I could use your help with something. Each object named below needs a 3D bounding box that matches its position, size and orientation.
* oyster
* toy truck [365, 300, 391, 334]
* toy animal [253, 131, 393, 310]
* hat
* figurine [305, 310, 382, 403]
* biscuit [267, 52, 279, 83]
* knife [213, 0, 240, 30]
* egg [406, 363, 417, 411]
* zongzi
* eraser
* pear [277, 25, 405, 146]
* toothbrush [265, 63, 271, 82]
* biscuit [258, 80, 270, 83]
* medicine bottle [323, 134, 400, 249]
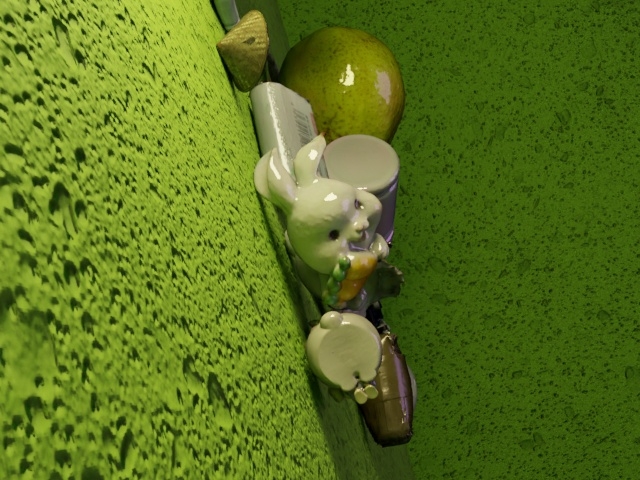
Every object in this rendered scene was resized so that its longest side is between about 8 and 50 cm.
[{"bbox_3d":[0.072,0.105,1.673,0.100,0.275,0.271,26,-49,39],"label":"oyster"},{"bbox_3d":[0.113,0.190,2.091,0.155,0.124,0.267,-108,178,-60],"label":"toy truck"},{"bbox_3d":[0.018,-0.018,1.283,0.247,0.183,0.310,49,-8,32],"label":"toy animal"},{"bbox_3d":[-0.153,-0.337,1.283,0.146,0.067,0.145,-4,-94,57],"label":"hat"},{"bbox_3d":[0.039,0.190,1.258,0.155,0.127,0.235,52,-4,0],"label":"figurine"},{"bbox_3d":[-0.119,-0.443,2.164,0.133,0.032,0.249,-98,169,-68],"label":"biscuit"},{"bbox_3d":[-0.175,-0.429,1.483,0.331,0.044,0.080,76,-4,-65],"label":"knife"},{"bbox_3d":[0.206,0.435,2.119,0.151,0.151,0.209,62,13,-66],"label":"egg"},{"bbox_3d":[0.163,0.400,1.881,0.300,0.145,0.273,79,1,-67],"label":"zongzi"},{"bbox_3d":[-0.057,-0.186,1.458,0.174,0.081,0.226,18,54,-52],"label":"eraser"},{"bbox_3d":[0.061,-0.380,2.007,0.391,0.391,0.390,-17,90,-85],"label":"pear"},{"bbox_3d":[-0.135,-0.433,1.998,0.017,0.022,0.204,22,47,-51],"label":"toothbrush"},{"bbox_3d":[-0.075,-0.217,1.654,0.305,0.038,0.305,60,15,-28],"label":"biscuit"},{"bbox_3d":[0.095,-0.094,1.881,0.315,0.202,0.202,89,-9,-50],"label":"medicine bottle"}]
